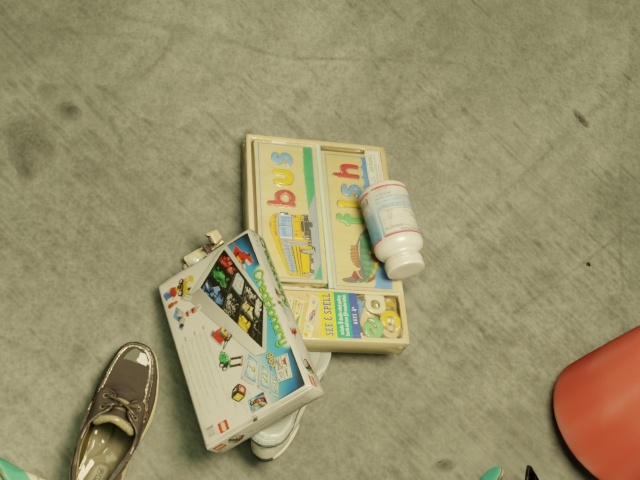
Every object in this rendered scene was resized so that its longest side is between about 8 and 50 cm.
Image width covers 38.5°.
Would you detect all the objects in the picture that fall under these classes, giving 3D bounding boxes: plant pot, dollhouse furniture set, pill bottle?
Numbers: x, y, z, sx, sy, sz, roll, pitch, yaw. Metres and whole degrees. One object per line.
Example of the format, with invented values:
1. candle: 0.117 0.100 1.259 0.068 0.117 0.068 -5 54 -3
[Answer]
1. plant pot: 0.575 0.264 1.562 0.275 0.243 0.275 11 50 -14
2. dollhouse furniture set: -0.180 0.054 1.561 0.081 0.091 0.114 -33 83 -9
3. pill bottle: 0.126 -0.017 1.577 0.087 0.087 0.160 -6 63 -18

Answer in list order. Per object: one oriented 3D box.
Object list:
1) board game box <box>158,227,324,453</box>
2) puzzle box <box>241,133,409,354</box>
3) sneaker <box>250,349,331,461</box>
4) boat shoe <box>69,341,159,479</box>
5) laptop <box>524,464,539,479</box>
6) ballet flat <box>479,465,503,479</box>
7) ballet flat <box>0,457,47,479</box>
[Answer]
1. board game box: -0.133 0.153 1.440 0.193 0.053 0.305 -31 57 13
2. puzzle box: 0.000 0.000 1.611 0.272 0.052 0.408 3 60 -15
3. sneaker: -0.058 0.250 1.510 0.094 0.091 0.258 24 43 10
4. boat shoe: -0.317 0.286 1.414 0.103 0.092 0.285 22 65 -7
5. laptop: 0.306 0.542 1.468 0.234 0.137 0.264 57 35 -29
6. ballet flat: 0.276 0.435 1.561 0.114 0.041 0.041 -39 84 -25
7. ballet flat: -0.423 0.407 1.354 0.087 0.083 0.247 -23 76 -48
